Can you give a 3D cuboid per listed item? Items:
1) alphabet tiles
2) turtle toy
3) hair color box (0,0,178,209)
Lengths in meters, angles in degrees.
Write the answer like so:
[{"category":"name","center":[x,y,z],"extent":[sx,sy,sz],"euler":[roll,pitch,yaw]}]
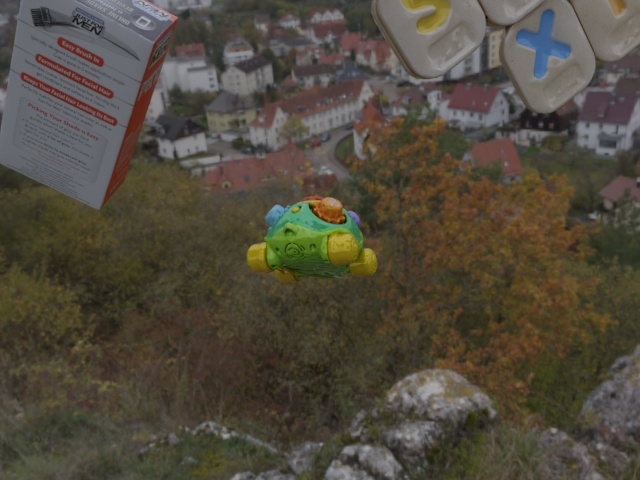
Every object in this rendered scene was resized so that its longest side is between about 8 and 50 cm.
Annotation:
[{"category":"alphabet tiles","center":[0.137,-0.230,0.357],"extent":[0.284,0.278,0.021],"euler":[-37,23,0]},{"category":"turtle toy","center":[0.000,0.000,0.523],"extent":[0.095,0.066,0.130],"euler":[-6,-16,22]},{"category":"hair color box","center":[-0.183,-0.113,0.466],"extent":[0.093,0.167,0.053],"euler":[27,40,-10]}]
